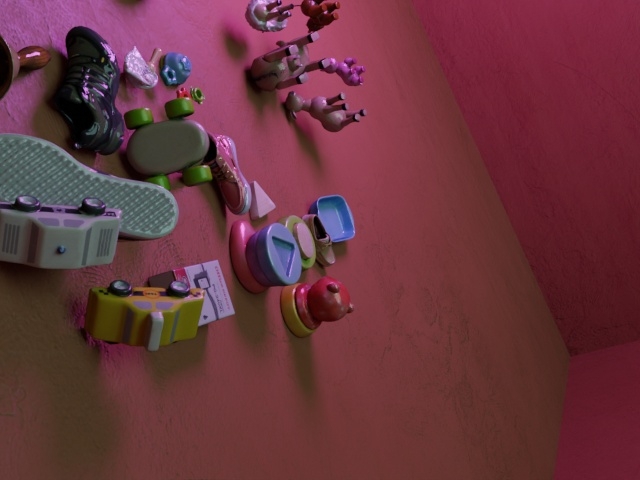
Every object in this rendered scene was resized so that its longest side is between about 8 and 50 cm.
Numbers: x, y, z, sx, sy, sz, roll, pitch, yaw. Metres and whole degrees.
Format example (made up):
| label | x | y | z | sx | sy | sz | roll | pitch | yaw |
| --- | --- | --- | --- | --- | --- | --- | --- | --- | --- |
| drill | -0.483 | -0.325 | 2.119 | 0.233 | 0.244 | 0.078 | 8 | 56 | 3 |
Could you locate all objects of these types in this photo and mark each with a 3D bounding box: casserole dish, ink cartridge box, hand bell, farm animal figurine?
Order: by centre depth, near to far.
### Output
| label | x | y | z | sx | sy | sz | roll | pitch | yaw |
| --- | --- | --- | --- | --- | --- | --- | --- | --- | --- |
| hand bell | -0.477 | -0.276 | 1.507 | 0.242 | 0.126 | 0.126 | -54 | 122 | -74 |
| ink cartridge box | -0.229 | 0.100 | 1.747 | 0.150 | 0.063 | 0.109 | -14 | 86 | -63 |
| farm animal figurine | -0.052 | -0.411 | 2.327 | 0.327 | 0.172 | 0.330 | -17 | 97 | -52 |
| casserole dish | 0.026 | -0.050 | 2.363 | 0.188 | 0.037 | 0.114 | -13 | 85 | -63 |

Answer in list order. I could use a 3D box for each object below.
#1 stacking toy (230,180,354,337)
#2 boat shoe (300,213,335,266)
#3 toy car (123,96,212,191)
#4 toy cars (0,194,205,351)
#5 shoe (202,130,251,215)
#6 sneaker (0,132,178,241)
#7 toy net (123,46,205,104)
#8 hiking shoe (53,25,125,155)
| label | x | y | z | sx | sy | sz | roll | pitch | yaw |
| --- | --- | --- | --- | --- | --- | --- | --- | --- | --- |
| stacking toy | -0.047 | 0.023 | 2.072 | 0.309 | 0.130 | 0.279 | 44 | 37 | -43 |
| boat shoe | 0.000 | 0.000 | 2.260 | 0.050 | 0.045 | 0.135 | -44 | 110 | -41 |
| toy car | -0.274 | -0.164 | 1.808 | 0.188 | 0.149 | 0.155 | 145 | -69 | -87 |
| toy cars | -0.320 | 0.063 | 1.457 | 0.393 | 0.176 | 0.087 | 49 | 3 | -37 |
| shoe | -0.199 | -0.136 | 1.965 | 0.081 | 0.063 | 0.178 | 12 | 57 | -59 |
| sneaker | -0.389 | -0.066 | 1.501 | 0.321 | 0.127 | 0.126 | 21 | 75 | -28 |
| toy net | -0.312 | -0.311 | 1.881 | 0.232 | 0.045 | 0.122 | -16 | 90 | -62 |
| hiking shoe | -0.395 | -0.258 | 1.635 | 0.114 | 0.086 | 0.226 | 0 | 74 | -66 |
